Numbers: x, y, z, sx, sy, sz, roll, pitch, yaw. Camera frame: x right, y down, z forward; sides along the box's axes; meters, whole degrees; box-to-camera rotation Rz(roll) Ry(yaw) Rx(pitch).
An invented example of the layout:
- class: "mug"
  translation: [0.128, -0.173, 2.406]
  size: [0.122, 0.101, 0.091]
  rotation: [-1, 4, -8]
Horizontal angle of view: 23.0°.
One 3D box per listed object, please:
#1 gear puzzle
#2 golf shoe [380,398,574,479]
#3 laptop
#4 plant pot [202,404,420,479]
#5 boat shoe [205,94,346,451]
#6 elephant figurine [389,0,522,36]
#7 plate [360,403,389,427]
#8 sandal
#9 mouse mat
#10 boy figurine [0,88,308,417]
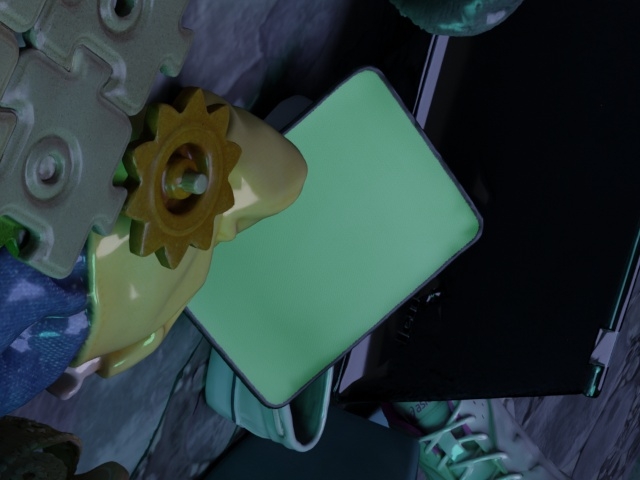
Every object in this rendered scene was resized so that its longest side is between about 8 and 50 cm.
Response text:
- class: "gear puzzle"
  translation: [-0.128, -0.085, 0.648]
  size: [0.339, 0.044, 0.176]
  rotation: [36, 72, -54]
- class: "golf shoe"
  translation: [0.118, 0.177, 1.254]
  size: [0.115, 0.306, 0.140]
  rotation: [-43, 135, 10]
- class: "laptop"
  translation: [0.147, -0.096, 1.200]
  size: [0.408, 0.236, 0.382]
  rotation: [-111, -145, -74]
- class: "plant pot"
  translation: [-0.020, 0.247, 1.193]
  size: [0.165, 0.165, 0.234]
  rotation: [91, 24, -46]
- class: "boat shoe"
  translation: [-0.015, 0.032, 1.042]
  size: [0.096, 0.088, 0.268]
  rotation: [-32, 143, -48]
- class: "elephant figurine"
  translation: [0.078, -0.193, 0.791]
  size: [0.169, 0.239, 0.186]
  rotation: [3, 113, -65]
- class: "plate"
  translation: [0.034, 0.211, 1.422]
  size: [0.188, 0.024, 0.188]
  rotation: [-45, 152, -32]
- class: "sandal"
  translation: [-0.168, 0.131, 0.830]
  size: [0.088, 0.079, 0.240]
  rotation: [-51, -173, -15]
- class: "mouse mat"
  translation: [0.000, 0.000, 0.982]
  size: [0.189, 0.007, 0.153]
  rotation: [-41, 119, -7]
- class: "boy figurine"
  translation: [-0.110, -0.004, 0.809]
  size: [0.285, 0.092, 0.177]
  rotation: [-41, 149, -41]
